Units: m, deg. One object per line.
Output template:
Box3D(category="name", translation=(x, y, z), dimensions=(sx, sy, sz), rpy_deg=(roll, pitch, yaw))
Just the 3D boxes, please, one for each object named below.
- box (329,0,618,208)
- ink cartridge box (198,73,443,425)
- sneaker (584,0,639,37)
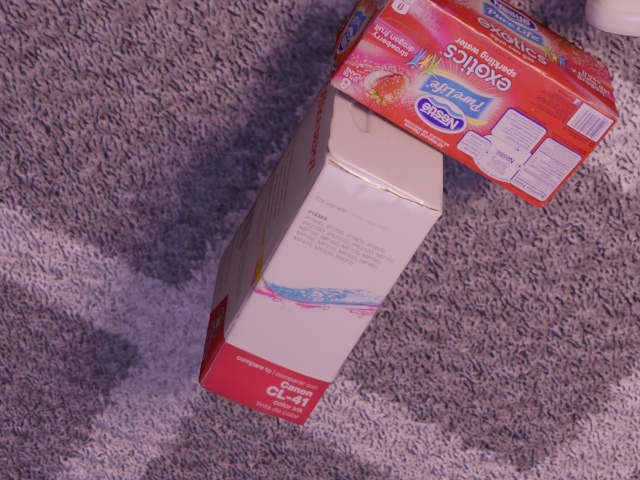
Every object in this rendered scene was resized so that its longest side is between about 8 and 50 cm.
Box3D(category="box", translation=(0.149, -0.163, 1.404), dimensions=(0.256, 0.123, 0.128), rpy_deg=(29, 121, -14))
Box3D(category="ink cartridge box", translation=(0.000, 0.000, 1.465), dimensions=(0.131, 0.226, 0.306), rpy_deg=(25, 123, -12))
Box3D(category="sneaker", translation=(0.385, -0.268, 1.334), dimensions=(0.290, 0.106, 0.123), rpy_deg=(-11, 120, -1))
